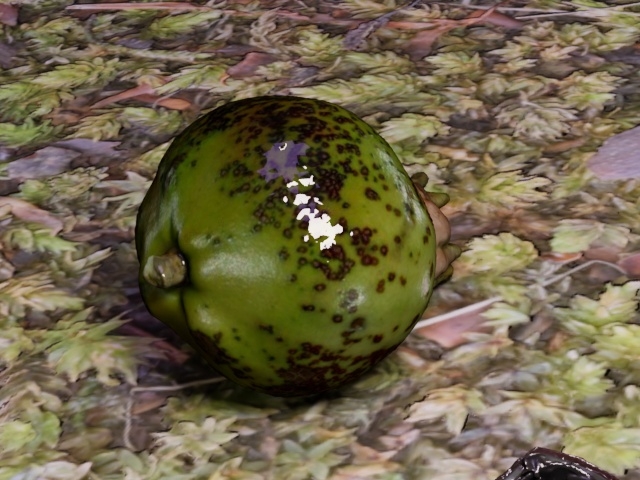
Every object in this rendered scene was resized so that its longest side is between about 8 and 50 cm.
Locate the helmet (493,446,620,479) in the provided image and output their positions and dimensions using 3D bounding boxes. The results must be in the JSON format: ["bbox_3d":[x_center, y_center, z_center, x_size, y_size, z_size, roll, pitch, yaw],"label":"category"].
[{"bbox_3d":[0.129,0.182,0.981,0.098,0.070,0.123,28,48,34],"label":"helmet"}]

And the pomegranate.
[{"bbox_3d":[-0.008,0.014,1.227,0.204,0.276,0.222,-48,58,5],"label":"pomegranate"}]
